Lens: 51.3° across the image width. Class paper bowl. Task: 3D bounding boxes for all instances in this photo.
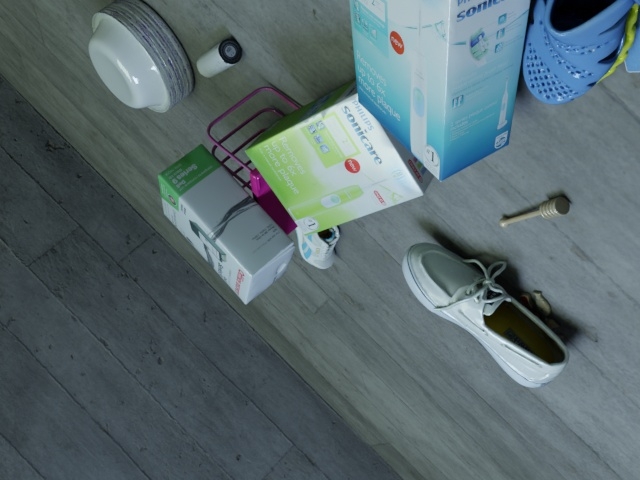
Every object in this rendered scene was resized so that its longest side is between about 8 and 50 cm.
[{"bbox_3d":[-0.464,-0.448,1.665,0.284,0.148,0.284,38,156,21],"label":"paper bowl"}]

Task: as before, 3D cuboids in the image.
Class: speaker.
[{"bbox_3d":[-0.222,-0.394,1.447,0.055,0.055,0.136,54,156,-18],"label":"speaker"}]

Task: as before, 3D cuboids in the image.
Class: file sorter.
[{"bbox_3d":[-0.116,-0.160,1.472,0.182,0.202,0.290,41,157,21],"label":"file sorter"}]

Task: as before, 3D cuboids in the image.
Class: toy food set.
[{"bbox_3d":[0.416,0.145,1.280,0.122,0.019,0.078,55,156,-20],"label":"toy food set"}]

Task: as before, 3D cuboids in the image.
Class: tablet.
[{"bbox_3d":[0.368,-0.230,0.759,0.054,0.006,0.083,16,142,51],"label":"tablet"}]

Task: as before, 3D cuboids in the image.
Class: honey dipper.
[{"bbox_3d":[0.341,-0.042,1.089,0.030,0.030,0.161,49,159,-7],"label":"honey dipper"}]

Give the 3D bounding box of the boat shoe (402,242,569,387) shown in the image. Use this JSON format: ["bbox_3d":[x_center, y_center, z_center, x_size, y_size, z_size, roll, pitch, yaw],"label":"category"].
[{"bbox_3d":[0.312,0.117,1.250,0.367,0.136,0.156,46,156,16],"label":"boat shoe"}]

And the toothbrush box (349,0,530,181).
[{"bbox_3d":[0.146,-0.262,0.873,0.216,0.126,0.295,52,162,34],"label":"toothbrush box"}]

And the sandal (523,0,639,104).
[{"bbox_3d":[0.279,-0.253,0.700,0.126,0.138,0.317,44,159,18],"label":"sandal"}]

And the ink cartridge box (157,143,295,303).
[{"bbox_3d":[-0.201,-0.028,1.410,0.289,0.121,0.211,47,159,10],"label":"ink cartridge box"}]

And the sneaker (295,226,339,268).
[{"bbox_3d":[0.000,0.000,1.678,0.092,0.087,0.228,27,153,34],"label":"sneaker"}]

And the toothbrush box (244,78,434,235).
[{"bbox_3d":[0.039,-0.152,1.194,0.283,0.122,0.206,-18,115,39],"label":"toothbrush box"}]
